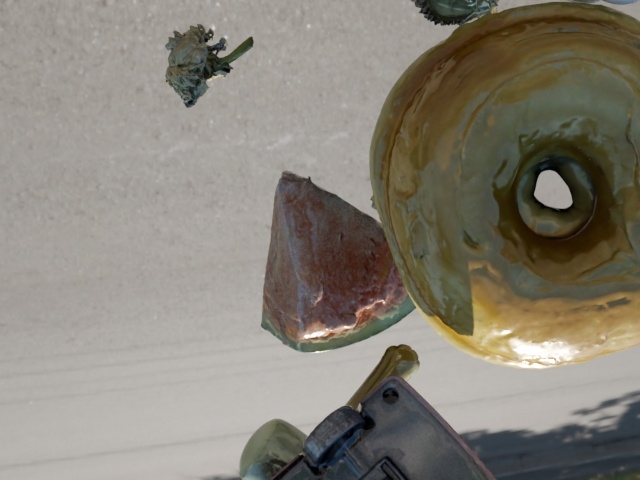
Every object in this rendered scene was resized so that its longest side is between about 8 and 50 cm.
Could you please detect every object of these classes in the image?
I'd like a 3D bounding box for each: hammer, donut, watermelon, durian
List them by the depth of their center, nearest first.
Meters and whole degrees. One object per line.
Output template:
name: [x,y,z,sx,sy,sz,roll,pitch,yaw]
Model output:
donut: [0.272,-0.061,0.933,0.449,0.449,0.198,-11,-174,4]
durian: [0.169,-0.334,0.966,0.188,0.091,0.148,30,98,-43]
hammer: [0.034,0.271,1.119,0.305,0.202,0.113,-54,-179,5]
watermelon: [-0.006,0.019,1.246,0.283,0.292,0.250,-39,-169,-22]

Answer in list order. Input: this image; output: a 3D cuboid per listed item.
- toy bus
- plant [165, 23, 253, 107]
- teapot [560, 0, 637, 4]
toy bus: [-0.004,0.364,0.875,0.427,0.203,0.233,-41,159,-4]
plant: [-0.149,-0.241,1.066,0.122,0.116,0.104,-9,151,9]
teapot: [0.306,-0.345,0.939,0.092,0.226,0.145,-38,146,5]
